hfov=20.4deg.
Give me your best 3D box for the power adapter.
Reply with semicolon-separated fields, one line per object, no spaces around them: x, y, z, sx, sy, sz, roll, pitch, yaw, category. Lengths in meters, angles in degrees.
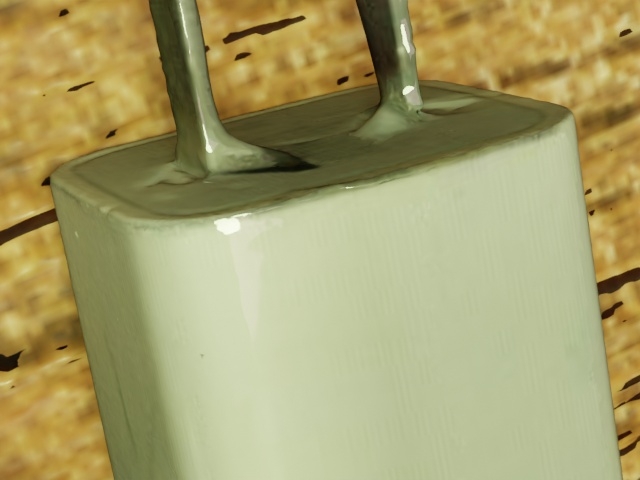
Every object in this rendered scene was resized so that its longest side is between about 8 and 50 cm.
0.000;0.000;0.497;0.130;0.125;0.205;-14;105;-20;power adapter
